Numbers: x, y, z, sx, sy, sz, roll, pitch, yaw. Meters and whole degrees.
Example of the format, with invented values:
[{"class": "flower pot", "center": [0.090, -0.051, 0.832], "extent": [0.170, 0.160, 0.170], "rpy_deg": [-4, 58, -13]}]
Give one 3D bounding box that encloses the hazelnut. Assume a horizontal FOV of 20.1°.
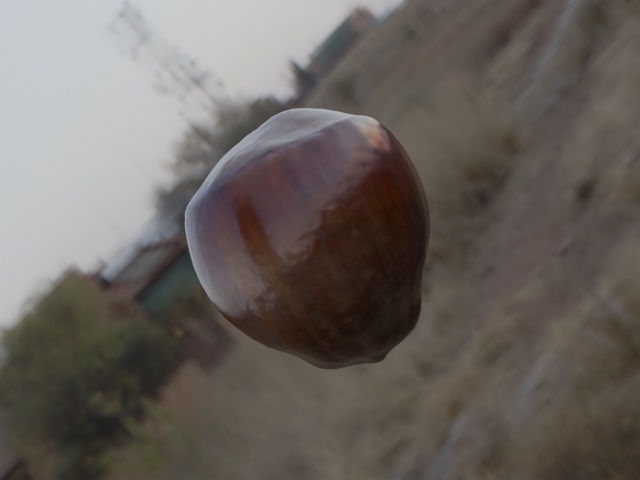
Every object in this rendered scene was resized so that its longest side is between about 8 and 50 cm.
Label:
[{"class": "hazelnut", "center": [0.000, 0.000, 0.554], "extent": [0.086, 0.086, 0.086], "rpy_deg": [-44, -2, -2]}]
